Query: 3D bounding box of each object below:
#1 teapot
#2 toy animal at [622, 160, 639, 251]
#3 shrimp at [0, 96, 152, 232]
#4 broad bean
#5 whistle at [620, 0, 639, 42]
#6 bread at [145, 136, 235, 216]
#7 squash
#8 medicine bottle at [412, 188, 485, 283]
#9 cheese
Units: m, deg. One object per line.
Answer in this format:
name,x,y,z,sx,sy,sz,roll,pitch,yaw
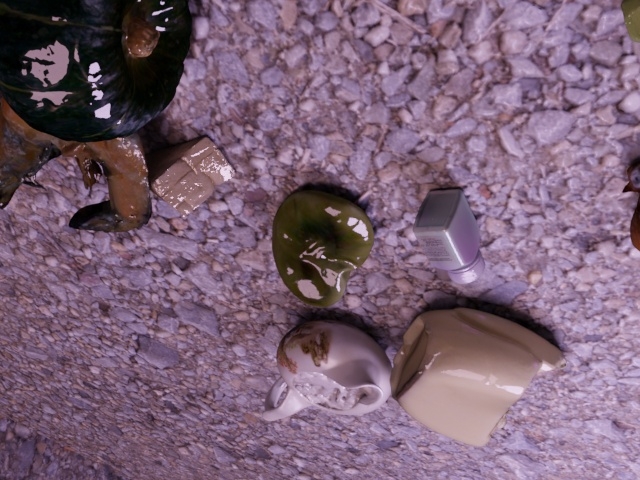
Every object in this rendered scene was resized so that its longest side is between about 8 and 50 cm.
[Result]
teapot,0.014,0.229,1.419,0.204,0.139,0.298,37,143,-20
toy animal,0.423,-0.017,0.903,0.188,0.089,0.179,-8,118,46
shrimp,-0.389,-0.106,1.255,0.445,0.085,0.272,-22,111,48
broad bean,-0.001,0.002,1.206,0.153,0.072,0.207,17,133,9
whistle,0.384,-0.204,0.656,0.288,0.106,0.131,-7,127,37
bread,-0.207,-0.106,1.222,0.077,0.105,0.152,52,169,-33
squash,-0.241,-0.229,0.886,0.165,0.252,0.252,10,143,11
medicine bottle,0.169,-0.001,1.078,0.055,0.074,0.118,-3,137,34
cheese,0.231,0.209,1.270,0.233,0.127,0.266,21,147,1
